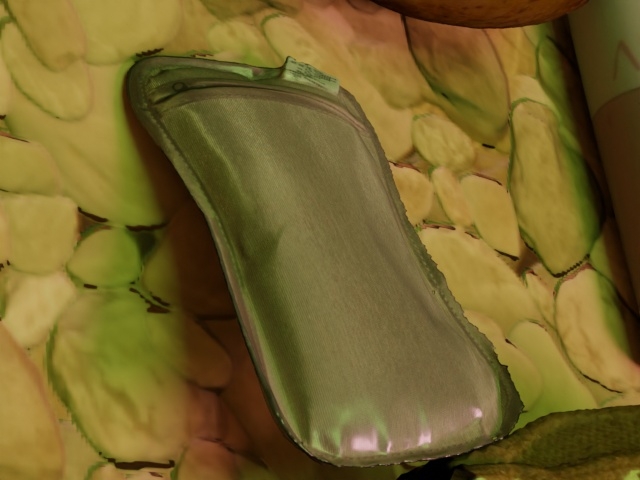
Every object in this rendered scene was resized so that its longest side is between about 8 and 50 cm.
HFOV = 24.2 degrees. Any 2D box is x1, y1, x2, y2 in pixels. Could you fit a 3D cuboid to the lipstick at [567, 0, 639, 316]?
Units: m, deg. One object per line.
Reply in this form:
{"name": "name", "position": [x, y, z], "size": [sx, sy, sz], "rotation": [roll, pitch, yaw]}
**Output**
{"name": "lipstick", "position": [0.203, -0.049, 0.889], "size": [0.070, 0.070, 0.254], "rotation": [12, 59, -39]}

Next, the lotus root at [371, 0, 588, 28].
{"name": "lotus root", "position": [0.091, -0.196, 0.801], "size": [0.314, 0.169, 0.141], "rotation": [6, 34, -48]}

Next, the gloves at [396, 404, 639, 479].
{"name": "gloves", "position": [0.185, 0.168, 0.677], "size": [0.356, 0.155, 0.203], "rotation": [10, 59, -39]}

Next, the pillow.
{"name": "pillow", "position": [0.000, 0.000, 0.651], "size": [0.130, 0.038, 0.233], "rotation": [2, 48, -36]}
